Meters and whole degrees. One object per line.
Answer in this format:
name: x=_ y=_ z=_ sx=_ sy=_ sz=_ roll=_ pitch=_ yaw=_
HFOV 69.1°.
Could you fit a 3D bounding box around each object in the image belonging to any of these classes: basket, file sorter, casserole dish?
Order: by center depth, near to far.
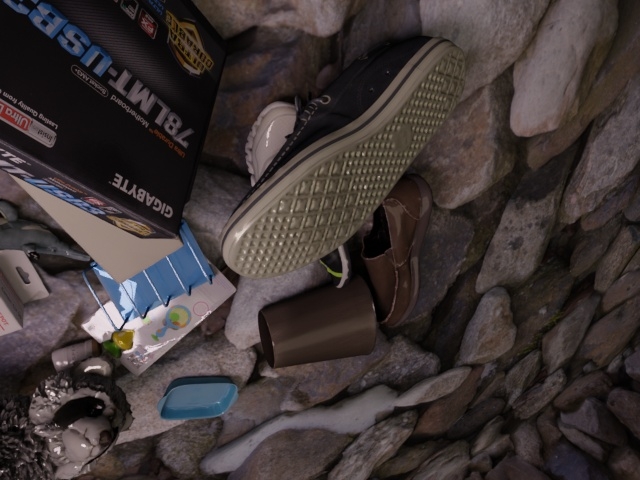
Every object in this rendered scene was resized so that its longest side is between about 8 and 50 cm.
file sorter: x=-0.275 y=0.056 z=0.763 sx=0.170 sy=0.104 sz=0.118 roll=-28 pitch=101 yaw=-11
basket: x=-0.012 y=0.192 z=1.026 sx=0.227 sy=0.154 sz=0.204 roll=-11 pitch=122 yaw=-19
casserole dish: x=-0.279 y=0.356 z=1.062 sx=0.189 sy=0.037 sz=0.114 roll=11 pitch=117 yaw=-35

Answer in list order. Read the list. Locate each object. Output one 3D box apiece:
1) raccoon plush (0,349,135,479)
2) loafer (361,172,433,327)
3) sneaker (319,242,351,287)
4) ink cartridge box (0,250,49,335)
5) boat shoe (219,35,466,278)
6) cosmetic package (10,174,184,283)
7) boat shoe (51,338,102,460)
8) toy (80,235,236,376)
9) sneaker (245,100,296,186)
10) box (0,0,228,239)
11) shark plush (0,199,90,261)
raccoon plush: x=-0.534 y=0.284 z=0.749 sx=0.299 sy=0.447 sz=0.216 roll=-47 pitch=149 yaw=-56
loafer: x=0.139 y=0.030 z=1.019 sx=0.130 sy=0.134 sz=0.365 roll=-7 pitch=116 yaw=-22
sneaker: x=0.000 y=0.000 z=0.944 sx=0.097 sy=0.084 sz=0.234 roll=-14 pitch=121 yaw=-6
ink cartridge box: x=-0.531 y=0.095 z=0.694 sx=0.198 sy=0.067 sz=0.115 roll=-20 pitch=130 yaw=-18
boat shoe: x=0.028 y=-0.142 z=0.722 sx=0.500 sy=0.156 sz=0.186 roll=-48 pitch=144 yaw=-16
cosmetic package: x=-0.319 y=-0.107 z=0.609 sx=0.113 sy=0.160 sz=0.309 roll=-32 pitch=134 yaw=-7
boat shoe: x=-0.462 y=0.309 z=0.881 sx=0.096 sy=0.098 sz=0.276 roll=-3 pitch=114 yaw=-27
toy: x=-0.289 y=0.116 z=0.848 sx=0.237 sy=0.056 sz=0.137 roll=-42 pitch=105 yaw=-7
sneaker: x=-0.074 y=-0.088 z=0.800 sx=0.110 sy=0.118 sz=0.292 roll=-2 pitch=122 yaw=-28
box: x=-0.233 y=-0.186 z=0.498 sx=0.074 sy=0.293 sz=0.295 roll=-2 pitch=158 yaw=24
shark plush: x=-0.433 y=0.011 z=0.690 sx=0.073 sy=0.067 sz=0.161 roll=-46 pitch=133 yaw=6
